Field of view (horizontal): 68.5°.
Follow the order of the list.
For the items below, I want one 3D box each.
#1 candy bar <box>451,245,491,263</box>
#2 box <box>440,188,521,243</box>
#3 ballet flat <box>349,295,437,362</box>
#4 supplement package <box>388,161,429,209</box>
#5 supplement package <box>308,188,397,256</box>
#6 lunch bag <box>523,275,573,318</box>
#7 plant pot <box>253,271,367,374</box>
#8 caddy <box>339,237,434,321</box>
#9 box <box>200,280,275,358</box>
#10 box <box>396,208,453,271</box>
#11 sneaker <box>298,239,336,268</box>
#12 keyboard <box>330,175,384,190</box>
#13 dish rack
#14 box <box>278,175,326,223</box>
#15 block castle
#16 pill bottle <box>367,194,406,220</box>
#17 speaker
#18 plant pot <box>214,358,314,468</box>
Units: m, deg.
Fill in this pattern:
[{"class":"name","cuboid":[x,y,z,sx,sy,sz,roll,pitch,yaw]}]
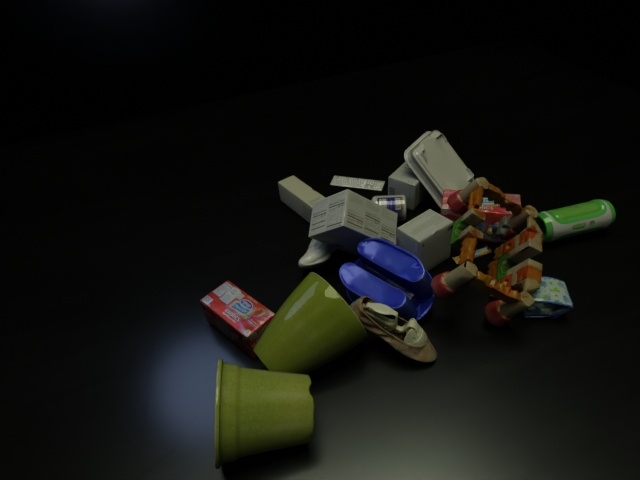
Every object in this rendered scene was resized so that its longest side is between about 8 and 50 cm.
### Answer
[{"class":"candy bar","cuboid":[0.587,0.057,1.820,0.161,0.018,0.040,-17,42,-12]},{"class":"box","cuboid":[0.638,-0.097,1.893,0.299,0.154,0.142,6,41,16]},{"class":"ballet flat","cuboid":[0.237,0.272,1.462,0.316,0.106,0.107,27,41,3]},{"class":"supplement package","cuboid":[0.424,-0.270,2.131,0.133,0.139,0.244,24,47,29]},{"class":"supplement package","cuboid":[0.123,-0.058,1.757,0.204,0.261,0.145,-16,59,49]},{"class":"lunch bag","cuboid":[0.756,0.189,1.583,0.151,0.096,0.129,-6,39,15]},{"class":"plant pot","cuboid":[-0.053,0.297,1.465,0.293,0.275,0.275,-40,49,-13]},{"class":"caddy","cuboid":[0.231,0.146,1.643,0.341,0.179,0.241,30,74,34]},{"class":"box","cuboid":[-0.275,0.265,1.602,0.256,0.123,0.128,28,51,33]},{"class":"box","cuboid":[0.392,0.009,1.774,0.181,0.182,0.119,-28,43,-25]},{"class":"sneaker","cuboid":[0.000,0.000,1.850,0.114,0.152,0.305,-16,18,47]},{"class":"keyboard","cuboid":[0.178,-0.276,2.265,0.256,0.014,0.072,9,42,17]},{"class":"dish rack","cuboid":[0.539,-0.320,2.066,0.333,0.072,0.285,51,55,-5]},{"class":"box","cuboid":[-0.076,-0.181,2.113,0.094,0.113,0.275,-28,46,-24]},{"class":"block castle","cuboid":[0.563,0.038,1.613,0.303,0.213,0.453,27,55,-9]},{"class":"pill bottle","cuboid":[0.270,-0.137,2.015,0.186,0.112,0.112,-1,40,6]},{"class":"speaker","cuboid":[0.989,-0.078,1.845,0.296,0.131,0.131,-13,41,-8]},{"class":"plant pot","cuboid":[-0.152,0.461,1.279,0.253,0.276,0.276,1,39,-9]}]
